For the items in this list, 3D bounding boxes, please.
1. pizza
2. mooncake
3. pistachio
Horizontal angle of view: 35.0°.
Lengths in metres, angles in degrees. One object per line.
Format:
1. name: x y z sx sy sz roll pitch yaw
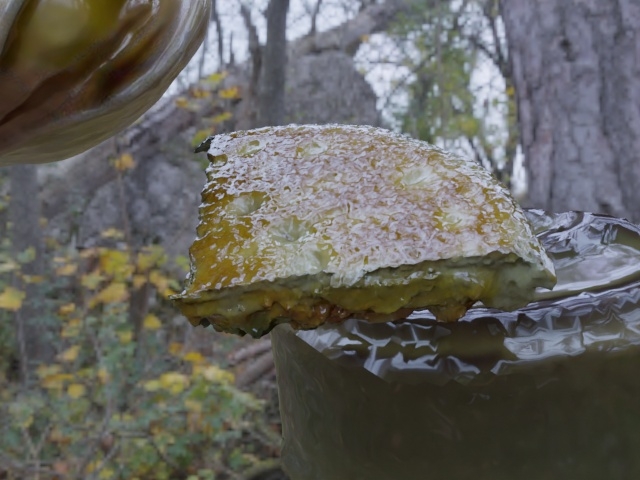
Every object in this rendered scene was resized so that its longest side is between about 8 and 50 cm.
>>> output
1. pizza: 0.000 0.000 0.598 0.292 0.058 0.197 21 48 42
2. mooncake: 0.152 0.087 0.879 0.394 0.246 0.393 -2 16 14
3. pistachio: -0.197 -0.124 0.641 0.188 0.187 0.299 9 -6 -36
